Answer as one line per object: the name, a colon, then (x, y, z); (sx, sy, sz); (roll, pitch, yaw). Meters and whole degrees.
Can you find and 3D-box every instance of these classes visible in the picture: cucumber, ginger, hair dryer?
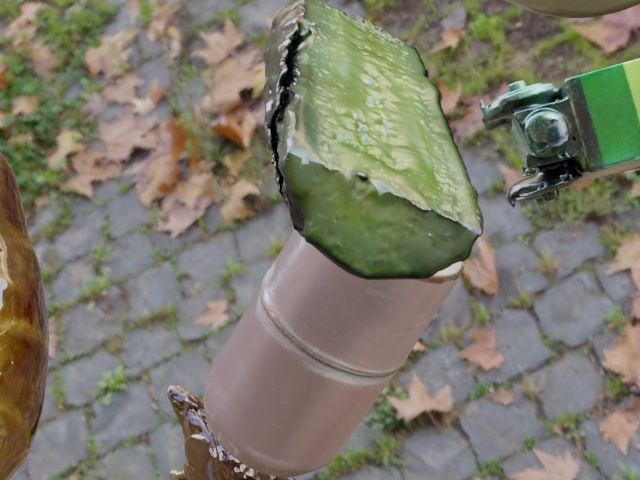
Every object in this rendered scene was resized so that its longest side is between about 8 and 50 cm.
cucumber: (0.009, -0.038, 0.465); (0.211, 0.078, 0.062); (-92, 25, -64)
ginger: (-0.313, 0.058, 0.934); (0.176, 0.254, 0.418); (-6, 55, -12)
hair dryer: (0.000, 0.000, 0.845); (0.189, 0.106, 0.344); (-59, 16, 26)

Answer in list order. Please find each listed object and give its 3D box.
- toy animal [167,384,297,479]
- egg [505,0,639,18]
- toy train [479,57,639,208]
toy animal: (-0.096, 0.234, 1.218); (0.179, 0.188, 0.089); (-16, 15, 47)
egg: (0.171, -0.291, 0.860); (0.219, 0.219, 0.269); (-34, 81, 0)
toy train: (0.272, -0.111, 1.161); (0.202, 0.301, 0.120); (-15, 88, 10)
